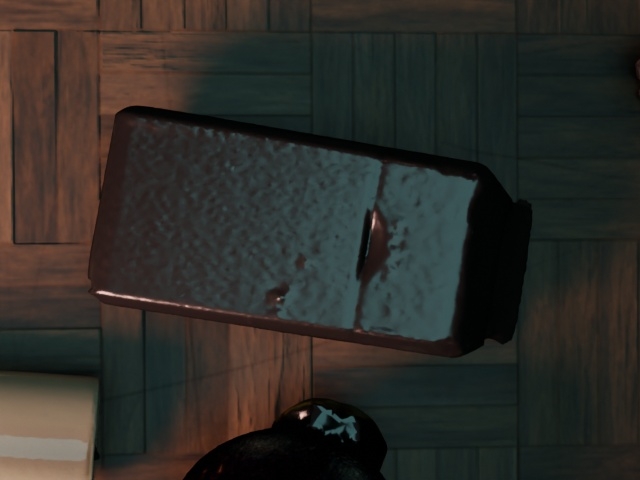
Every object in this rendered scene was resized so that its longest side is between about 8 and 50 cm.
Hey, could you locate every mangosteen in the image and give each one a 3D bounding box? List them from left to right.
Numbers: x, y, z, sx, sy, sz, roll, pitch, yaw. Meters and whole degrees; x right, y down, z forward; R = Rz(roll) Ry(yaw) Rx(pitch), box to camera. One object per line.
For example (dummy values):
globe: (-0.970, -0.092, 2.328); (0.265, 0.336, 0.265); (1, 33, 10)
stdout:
mangosteen: (-0.028, 0.259, 1.384); (0.243, 0.243, 0.242); (0, 91, -6)

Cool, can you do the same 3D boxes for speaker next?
speaker: (0.000, 0.000, 1.444); (0.388, 0.184, 0.180); (10, 88, 5)

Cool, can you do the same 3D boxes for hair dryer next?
hair dryer: (-0.309, 0.295, 1.422); (0.203, 0.128, 0.362); (4, 98, -7)

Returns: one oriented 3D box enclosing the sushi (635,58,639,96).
sushi: (0.405, -0.114, 1.460); (0.107, 0.161, 0.241); (-38, 93, -6)
